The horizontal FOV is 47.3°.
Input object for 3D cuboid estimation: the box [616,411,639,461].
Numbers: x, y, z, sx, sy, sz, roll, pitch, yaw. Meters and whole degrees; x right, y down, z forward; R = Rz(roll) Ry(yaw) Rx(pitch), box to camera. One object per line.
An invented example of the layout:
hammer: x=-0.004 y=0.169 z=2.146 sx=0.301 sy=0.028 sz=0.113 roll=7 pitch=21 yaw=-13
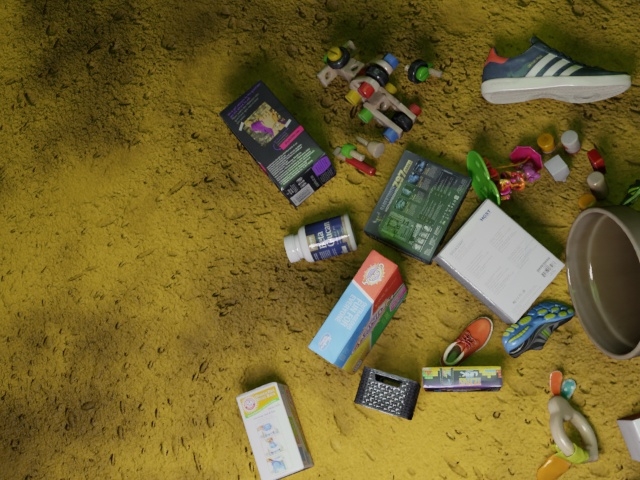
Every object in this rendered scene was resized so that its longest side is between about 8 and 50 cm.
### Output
box: x=0.708 y=0.397 z=1.517 sx=0.130 sy=0.170 sz=0.091 roll=-20 pitch=74 yaw=5

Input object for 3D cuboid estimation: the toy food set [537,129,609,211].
toy food set: x=0.613 y=-0.162 z=1.736 sx=0.111 sy=0.104 sz=0.232 roll=-36 pitch=55 yaw=12

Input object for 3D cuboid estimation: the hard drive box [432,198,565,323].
hard drive box: x=0.406 y=0.048 z=1.682 sx=0.232 sy=0.089 sz=0.181 roll=42 pitch=85 yaw=4

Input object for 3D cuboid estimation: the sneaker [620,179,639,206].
sneaker: x=0.732 y=-0.110 z=1.722 sx=0.083 sy=0.031 sz=0.035 roll=-40 pitch=59 yaw=-6

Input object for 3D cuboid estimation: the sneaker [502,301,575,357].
sneaker: x=0.495 y=0.203 z=1.667 sx=0.188 sy=0.078 sz=0.067 roll=-30 pitch=38 yaw=-13

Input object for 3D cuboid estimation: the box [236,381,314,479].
box: x=-0.104 y=0.441 z=1.687 sx=0.103 sy=0.114 sz=0.203 roll=-22 pitch=72 yaw=6

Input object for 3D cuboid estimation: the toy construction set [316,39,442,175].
toy construction set: x=0.097 y=-0.350 z=1.834 sx=0.237 sy=0.257 sz=0.309 roll=33 pitch=107 yaw=34

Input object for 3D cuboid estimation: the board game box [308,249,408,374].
board game box: x=0.092 y=0.170 z=1.616 sx=0.064 sy=0.316 sz=0.242 roll=32 pitch=84 yaw=17

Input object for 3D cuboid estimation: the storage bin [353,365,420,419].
storage bin: x=0.152 y=0.343 z=1.631 sx=0.122 sy=0.180 sz=0.084 roll=14 pitch=78 yaw=14

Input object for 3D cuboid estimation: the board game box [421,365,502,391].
board game box: x=0.315 y=0.311 z=1.629 sx=0.170 sy=0.141 sz=0.048 roll=-3 pitch=75 yaw=11

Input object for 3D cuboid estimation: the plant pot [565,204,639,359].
plant pot: x=0.724 y=0.067 z=1.554 sx=0.280 sy=0.323 sz=0.323 roll=-10 pitch=73 yaw=-9

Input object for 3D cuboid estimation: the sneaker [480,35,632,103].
sneaker: x=0.570 y=-0.421 z=1.776 sx=0.349 sy=0.131 sz=0.148 roll=2 pitch=81 yaw=11

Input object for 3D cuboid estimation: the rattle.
rattle: x=0.520 y=0.412 z=1.623 sx=0.130 sy=0.143 sz=0.200 roll=-4 pitch=55 yaw=-23

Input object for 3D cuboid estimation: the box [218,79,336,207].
box: x=-0.106 y=-0.240 z=1.838 sx=0.143 sy=0.165 sz=0.270 roll=-39 pitch=72 yaw=0

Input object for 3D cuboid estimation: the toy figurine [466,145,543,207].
toy figurine: x=0.455 y=-0.163 z=1.735 sx=0.159 sy=0.130 sz=0.173 roll=-18 pitch=42 yaw=-5

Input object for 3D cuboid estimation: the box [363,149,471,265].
box: x=0.238 y=-0.082 z=1.788 sx=0.183 sy=0.059 sz=0.233 roll=25 pitch=82 yaw=15

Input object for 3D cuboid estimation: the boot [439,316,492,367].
boot: x=0.337 y=0.235 z=1.675 sx=0.059 sy=0.084 sz=0.158 roll=42 pitch=85 yaw=19

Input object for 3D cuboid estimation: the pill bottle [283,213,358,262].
pill bottle: x=0.000 y=0.000 z=1.793 sx=0.169 sy=0.094 sz=0.094 roll=-16 pitch=73 yaw=6
